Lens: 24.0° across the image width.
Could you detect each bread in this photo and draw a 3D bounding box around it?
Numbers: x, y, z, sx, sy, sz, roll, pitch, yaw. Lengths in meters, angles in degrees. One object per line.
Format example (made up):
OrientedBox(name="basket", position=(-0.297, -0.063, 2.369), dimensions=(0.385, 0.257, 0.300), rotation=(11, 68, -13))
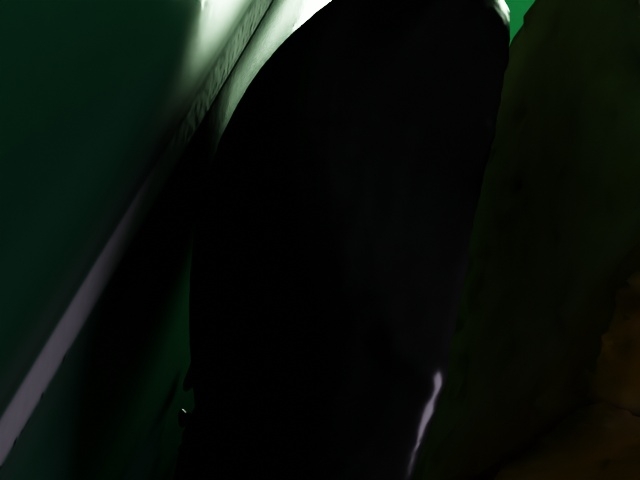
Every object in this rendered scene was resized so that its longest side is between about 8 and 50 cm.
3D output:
OrientedBox(name="bread", position=(0.042, 0.061, 0.625), dimensions=(0.248, 0.279, 0.315), rotation=(-80, 154, -46))

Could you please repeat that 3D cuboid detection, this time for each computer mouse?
OrientedBox(name="computer mouse", position=(0.000, 0.000, 0.505), dimensions=(0.270, 0.086, 0.138), rotation=(-75, -177, -46))

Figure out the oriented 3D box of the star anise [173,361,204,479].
OrientedBox(name="star anise", position=(-0.032, 0.119, 0.536), dimensions=(0.191, 0.070, 0.097), rotation=(-89, -161, -67))
